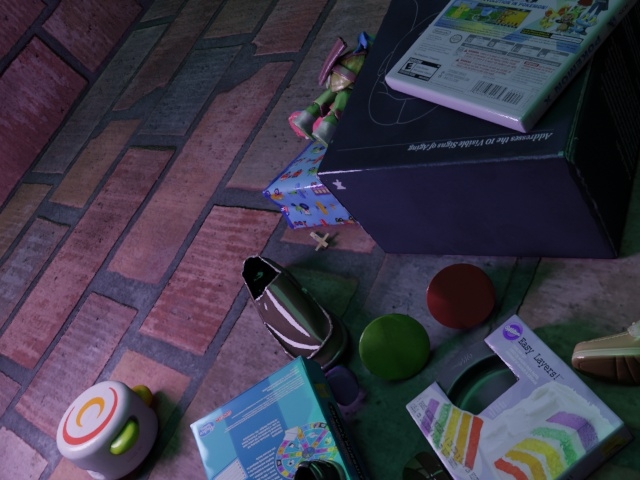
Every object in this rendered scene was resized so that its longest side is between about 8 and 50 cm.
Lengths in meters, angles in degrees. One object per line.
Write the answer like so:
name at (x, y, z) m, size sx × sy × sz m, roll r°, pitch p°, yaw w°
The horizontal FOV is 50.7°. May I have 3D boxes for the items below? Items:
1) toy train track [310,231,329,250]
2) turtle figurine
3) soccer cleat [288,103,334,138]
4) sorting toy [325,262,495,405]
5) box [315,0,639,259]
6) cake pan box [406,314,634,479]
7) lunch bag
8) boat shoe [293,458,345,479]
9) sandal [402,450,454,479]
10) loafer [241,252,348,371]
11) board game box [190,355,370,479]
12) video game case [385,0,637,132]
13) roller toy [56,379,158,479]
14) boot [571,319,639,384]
toy train track at (0.000, 0.000, 1.559) m, size 0.048 × 0.014 × 0.083 m, roll -54°, pitch 34°, yaw 1°
turtle figurine at (0.081, -0.326, 1.580) m, size 0.198 × 0.275 × 0.266 m, roll 38°, pitch 90°, yaw 12°
soccer cleat at (0.009, -0.325, 1.767) m, size 0.095 × 0.083 × 0.248 m, roll -41°, pitch 22°, yaw -27°
sorting toy at (0.151, 0.161, 1.253) m, size 0.365 × 0.127 × 0.126 m, roll -40°, pitch 11°, yaw 10°
box at (0.320, -0.239, 1.266) m, size 0.480 × 0.297 × 0.471 m, roll 1°, pitch 57°, yaw 40°
cake pan box at (0.291, 0.275, 1.040) m, size 0.246 × 0.070 × 0.267 m, roll -39°, pitch 40°, yaw 4°
lunch bag at (0.037, -0.182, 1.606) m, size 0.221 × 0.138 × 0.293 m, roll -3°, pitch 46°, yaw 42°
boat shoe at (-0.003, 0.448, 1.007) m, size 0.084 × 0.079 × 0.233 m, roll -14°, pitch 66°, yaw 22°
sandal at (0.186, 0.415, 1.024) m, size 0.090 × 0.060 × 0.219 m, roll -37°, pitch 26°, yaw 1°
loafer at (-0.079, 0.146, 1.411) m, size 0.134 × 0.130 × 0.366 m, roll -48°, pitch 40°, yaw -3°
board game box at (-0.056, 0.408, 1.145) m, size 0.254 × 0.079 × 0.336 m, roll -34°, pitch 59°, yaw 14°
video game case at (0.304, -0.336, 1.113) m, size 0.300 × 0.036 × 0.329 m, roll -50°, pitch 40°, yaw -4°
roller toy at (-0.467, 0.422, 1.500) m, size 0.191 × 0.146 × 0.209 m, roll -28°, pitch 37°, yaw 7°
boot at (0.498, 0.096, 0.989) m, size 0.262 × 0.095 × 0.203 m, roll -15°, pitch 49°, yaw 29°
